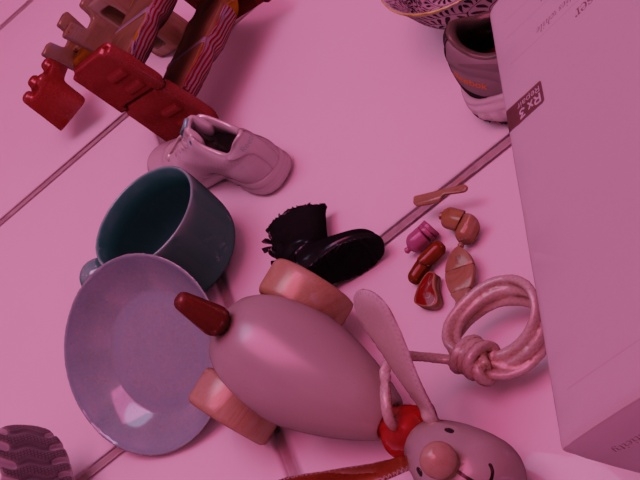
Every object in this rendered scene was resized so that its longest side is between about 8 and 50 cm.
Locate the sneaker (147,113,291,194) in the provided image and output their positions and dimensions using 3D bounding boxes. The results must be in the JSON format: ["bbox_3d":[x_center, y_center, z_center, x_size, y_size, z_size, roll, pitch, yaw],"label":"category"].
[{"bbox_3d":[-0.131,-0.104,1.214,0.212,0.094,0.080,3,62,43],"label":"sneaker"}]

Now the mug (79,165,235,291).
[{"bbox_3d":[-0.164,0.004,1.152,0.158,0.097,0.129,-11,52,36],"label":"mug"}]

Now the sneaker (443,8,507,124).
[{"bbox_3d":[0.231,-0.183,0.955,0.271,0.108,0.100,-16,47,30],"label":"sneaker"}]

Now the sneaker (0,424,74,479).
[{"bbox_3d":[-0.262,0.310,1.014,0.115,0.105,0.281,-60,33,33],"label":"sneaker"}]

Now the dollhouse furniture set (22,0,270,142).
[{"bbox_3d":[-0.242,-0.226,1.403,0.374,0.152,0.201,-15,48,55],"label":"dollhouse furniture set"}]

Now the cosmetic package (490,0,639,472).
[{"bbox_3d":[0.247,-0.060,0.695,0.217,0.156,0.385,-47,32,41],"label":"cosmetic package"}]

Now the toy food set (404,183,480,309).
[{"bbox_3d":[0.107,0.013,0.973,0.078,0.019,0.122,-12,58,34],"label":"toy food set"}]

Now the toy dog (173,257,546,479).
[{"bbox_3d":[0.001,0.106,0.869,0.333,0.161,0.220,-3,64,41],"label":"toy dog"}]

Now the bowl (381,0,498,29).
[{"bbox_3d":[0.150,-0.270,1.116,0.170,0.080,0.170,-23,45,25],"label":"bowl"}]

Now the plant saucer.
[{"bbox_3d":[-0.164,0.109,1.068,0.195,0.037,0.195,1,92,30],"label":"plant saucer"}]

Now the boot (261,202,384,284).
[{"bbox_3d":[0.001,0.000,1.058,0.121,0.045,0.099,-30,37,17],"label":"boot"}]
